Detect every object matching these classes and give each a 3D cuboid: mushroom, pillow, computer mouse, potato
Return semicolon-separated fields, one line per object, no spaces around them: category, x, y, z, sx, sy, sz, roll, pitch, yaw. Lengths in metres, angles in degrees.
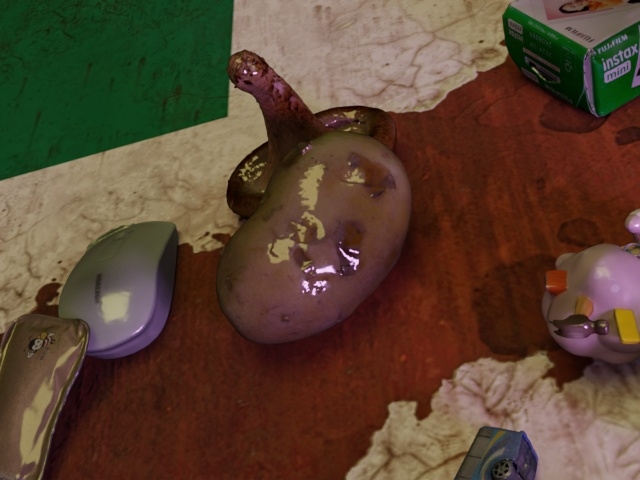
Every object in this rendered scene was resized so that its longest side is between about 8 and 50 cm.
mushroom;-0.030;-0.140;1.083;0.227;0.217;0.148;-30;42;-8
pillow;-0.319;0.181;0.991;0.130;0.033;0.218;4;66;30
computer mouse;-0.238;0.044;1.097;0.128;0.079;0.231;-15;39;6
potato;0.000;0.000;0.981;0.165;0.165;0.262;16;64;36

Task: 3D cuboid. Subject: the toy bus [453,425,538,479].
toy bus;0.131;0.226;0.764;0.061;0.051;0.153;3;47;43

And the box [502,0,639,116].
box;0.369;-0.272;1.129;0.250;0.103;0.180;-32;43;-9

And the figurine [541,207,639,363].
figurine;0.282;0.043;0.845;0.229;0.112;0.137;-28;48;-24
